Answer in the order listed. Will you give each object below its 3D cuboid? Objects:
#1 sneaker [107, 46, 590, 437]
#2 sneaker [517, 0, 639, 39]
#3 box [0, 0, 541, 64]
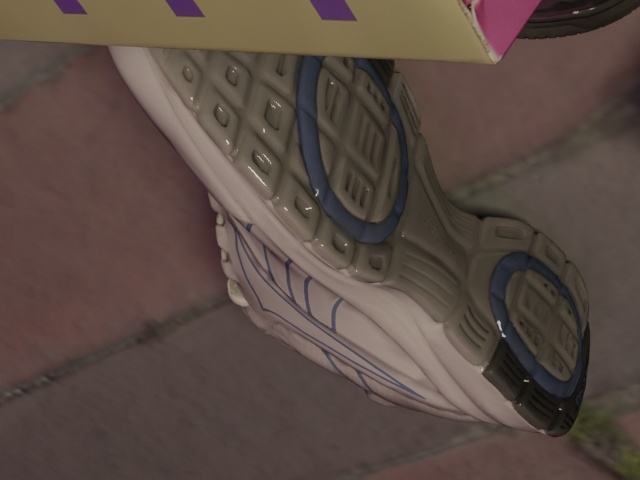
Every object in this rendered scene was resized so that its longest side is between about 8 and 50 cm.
[{"bbox_3d":[0.000,0.000,0.654,0.129,0.111,0.297,-12,133,38],"label":"sneaker"},{"bbox_3d":[0.123,-0.128,0.477,0.170,0.051,0.089,-19,146,9],"label":"sneaker"},{"bbox_3d":[-0.061,-0.166,0.393,0.243,0.117,0.213,9,146,45],"label":"box"}]
